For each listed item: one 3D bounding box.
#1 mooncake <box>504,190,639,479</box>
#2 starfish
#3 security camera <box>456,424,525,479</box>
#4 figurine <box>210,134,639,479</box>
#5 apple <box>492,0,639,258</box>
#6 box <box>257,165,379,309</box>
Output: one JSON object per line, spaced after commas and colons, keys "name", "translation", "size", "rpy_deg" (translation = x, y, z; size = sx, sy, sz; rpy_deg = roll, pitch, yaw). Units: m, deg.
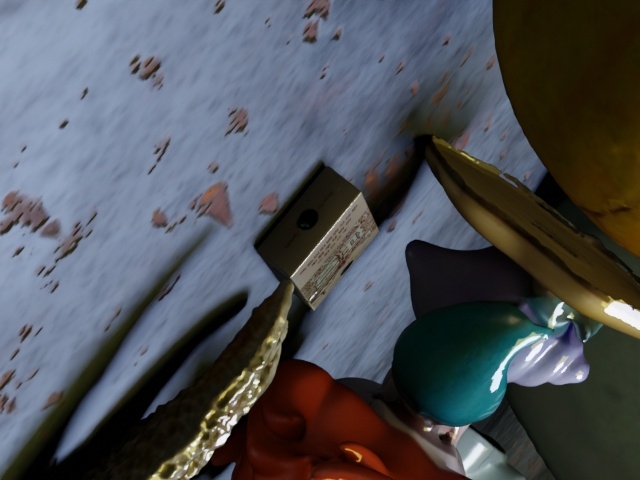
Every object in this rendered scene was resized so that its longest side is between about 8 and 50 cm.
{"name": "mooncake", "translation": [0.310, 0.080, 1.442], "size": [0.194, 0.356, 0.356], "rpy_deg": [-41, 162, -38]}
{"name": "starfish", "translation": [-0.109, 0.181, 0.894], "size": [0.375, 0.094, 0.327], "rpy_deg": [-60, -173, 31]}
{"name": "security camera", "translation": [0.148, 0.286, 1.593], "size": [0.191, 0.277, 0.197], "rpy_deg": [-53, 167, -2]}
{"name": "figurine", "translation": [0.044, 0.094, 1.043], "size": [0.181, 0.208, 0.257], "rpy_deg": [29, 104, -31]}
{"name": "apple", "translation": [0.208, -0.100, 0.844], "size": [0.233, 0.286, 0.286], "rpy_deg": [-41, 175, 38]}
{"name": "box", "translation": [0.000, 0.000, 0.946], "size": [0.053, 0.024, 0.083], "rpy_deg": [-51, 164, -4]}
